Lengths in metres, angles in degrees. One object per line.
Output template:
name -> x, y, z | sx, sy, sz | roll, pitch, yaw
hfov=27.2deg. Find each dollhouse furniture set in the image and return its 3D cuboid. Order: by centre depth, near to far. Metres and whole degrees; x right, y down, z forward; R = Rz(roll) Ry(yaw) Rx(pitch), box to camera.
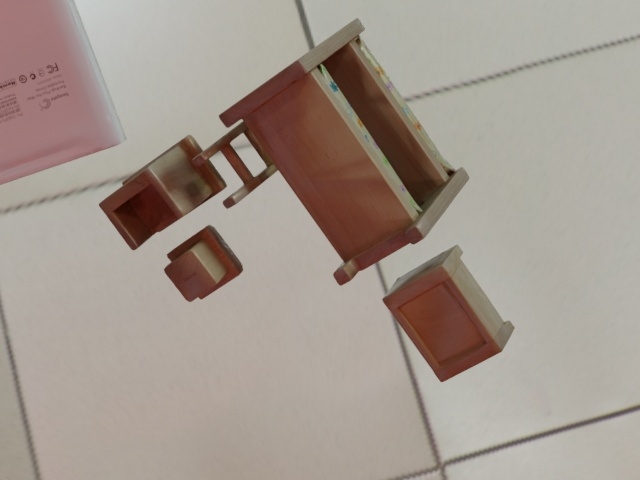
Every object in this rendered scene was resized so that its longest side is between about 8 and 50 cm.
dollhouse furniture set -> 0.000, 0.000, 0.743 | 0.161, 0.101, 0.182 | -31, 98, 30

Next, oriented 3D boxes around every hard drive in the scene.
hard drive -> -0.346, -0.213, 1.342 | 0.203, 0.040, 0.307 | -17, 101, 11
